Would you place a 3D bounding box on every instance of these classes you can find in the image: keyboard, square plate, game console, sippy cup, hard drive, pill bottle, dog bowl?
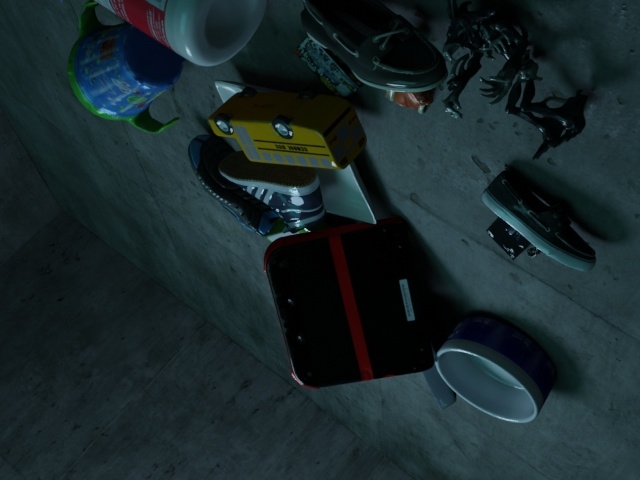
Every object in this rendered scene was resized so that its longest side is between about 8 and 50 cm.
[{"bbox_3d":[0.379,-0.014,1.683,0.108,0.023,0.180,46,161,9],"label":"keyboard"},{"bbox_3d":[-0.046,-0.205,1.997,0.344,0.049,0.347,17,145,40],"label":"square plate"},{"bbox_3d":[0.064,0.153,2.085,0.060,0.342,0.386,-81,-22,-70],"label":"game console"},{"bbox_3d":[-0.444,-0.417,2.132,0.305,0.240,0.224,29,159,-34],"label":"sippy cup"},{"bbox_3d":[0.287,0.284,2.246,0.054,0.172,0.255,-12,128,19],"label":"hard drive"},{"bbox_3d":[-0.312,-0.510,1.668,0.407,0.229,0.229,35,158,22],"label":"pill bottle"},{"bbox_3d":[0.405,0.300,2.088,0.265,0.104,0.265,30,153,17],"label":"dog bowl"}]

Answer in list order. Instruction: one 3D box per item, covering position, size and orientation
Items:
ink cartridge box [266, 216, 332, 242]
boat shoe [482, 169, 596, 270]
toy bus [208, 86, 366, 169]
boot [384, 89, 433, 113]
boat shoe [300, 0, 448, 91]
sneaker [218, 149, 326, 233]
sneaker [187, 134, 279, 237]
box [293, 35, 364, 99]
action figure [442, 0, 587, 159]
[{"bbox_3d":[0.000,0.000,2.251,0.189,0.097,0.255,38,161,-15],"label":"ink cartridge box"},{"bbox_3d":[0.387,-0.040,1.553,0.228,0.080,0.076,41,123,19],"label":"boat shoe"},{"bbox_3d":[-0.074,-0.228,1.826,0.332,0.108,0.130,10,139,43],"label":"toy bus"},{"bbox_3d":[0.161,-0.271,1.533,0.084,0.059,0.158,35,167,11],"label":"boot"},{"bbox_3d":[0.069,-0.336,1.447,0.335,0.112,0.095,40,161,42],"label":"boat shoe"},{"bbox_3d":[-0.108,-0.110,2.060,0.282,0.099,0.153,17,143,36],"label":"sneaker"},{"bbox_3d":[-0.246,-0.136,2.431,0.341,0.125,0.139,52,163,-16],"label":"sneaker"},{"bbox_3d":[0.017,-0.331,1.706,0.137,0.027,0.094,46,160,-9],"label":"box"},{"bbox_3d":[0.256,-0.238,1.304,0.275,0.141,0.164,44,171,-6],"label":"action figure"}]
